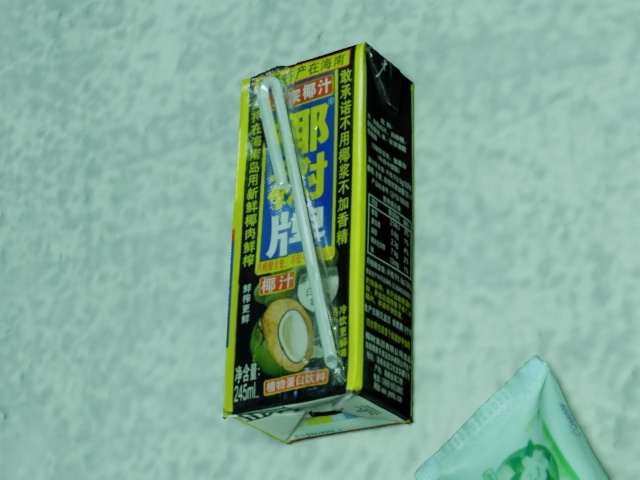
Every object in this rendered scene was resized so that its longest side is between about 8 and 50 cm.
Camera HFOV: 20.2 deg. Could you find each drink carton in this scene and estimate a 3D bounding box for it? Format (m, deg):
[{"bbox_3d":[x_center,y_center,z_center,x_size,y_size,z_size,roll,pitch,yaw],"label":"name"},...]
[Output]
[{"bbox_3d":[0.000,0.000,0.792,0.071,0.056,0.166,-13,63,29],"label":"drink carton"}]

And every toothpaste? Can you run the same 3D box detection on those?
[{"bbox_3d":[0.121,0.167,0.639,0.075,0.048,0.297,-45,47,16],"label":"toothpaste"}]
